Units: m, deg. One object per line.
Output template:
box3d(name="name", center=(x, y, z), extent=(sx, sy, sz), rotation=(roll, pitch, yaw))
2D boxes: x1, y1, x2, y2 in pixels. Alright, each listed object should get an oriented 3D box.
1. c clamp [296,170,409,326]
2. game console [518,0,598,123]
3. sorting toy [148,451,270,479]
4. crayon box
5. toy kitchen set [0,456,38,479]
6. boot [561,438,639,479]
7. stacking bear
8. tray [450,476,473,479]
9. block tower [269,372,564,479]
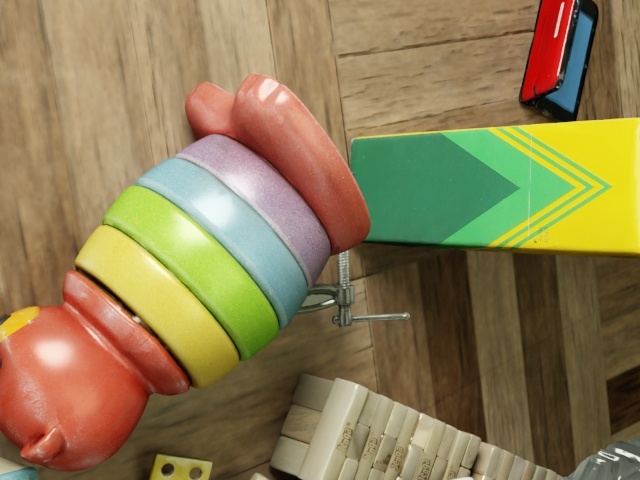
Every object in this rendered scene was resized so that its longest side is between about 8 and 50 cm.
box3d(name="c clamp", center=(0.000, 0.000, 0.894), extent=(0.137, 0.022, 0.160), rotation=(-9, 98, -12))
box3d(name="game console", center=(0.262, -0.201, 1.071), extent=(0.085, 0.124, 0.144), rotation=(14, 83, -11))
box3d(name="sorting toy", center=(-0.041, 0.274, 0.840), extent=(0.274, 0.046, 0.132), rotation=(39, 82, -21))
box3d(name="crayon box", center=(0.261, -0.037, 0.932), extent=(0.363, 0.313, 0.106), rotation=(1, 92, -38))
box3d(name="toy kitchen set", center=(-0.251, 0.264, 0.670), extent=(0.166, 0.122, 0.207), rotation=(-8, 98, -38))
box3d(name="boot", center=(0.173, 0.428, 0.886), extent=(0.367, 0.146, 0.445), rotation=(-18, 125, -31))
box3d(name="stacking bear", center=(-0.115, 0.038, 0.750), extent=(0.289, 0.175, 0.164), rotation=(-45, 112, -16))
box3d(name="tray", center=(0.060, 0.330, 0.856), extent=(0.145, 0.030, 0.270), rotation=(-6, 110, -30))
box3d(name="block tower", center=(0.103, 0.216, 0.967), extent=(0.335, 0.097, 0.091), rotation=(30, 75, -38))
